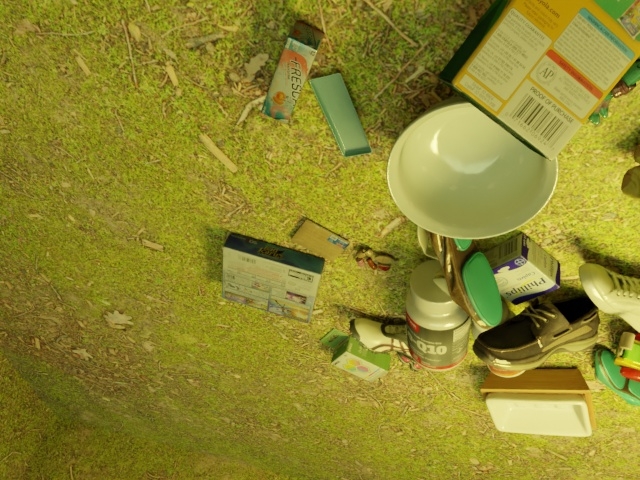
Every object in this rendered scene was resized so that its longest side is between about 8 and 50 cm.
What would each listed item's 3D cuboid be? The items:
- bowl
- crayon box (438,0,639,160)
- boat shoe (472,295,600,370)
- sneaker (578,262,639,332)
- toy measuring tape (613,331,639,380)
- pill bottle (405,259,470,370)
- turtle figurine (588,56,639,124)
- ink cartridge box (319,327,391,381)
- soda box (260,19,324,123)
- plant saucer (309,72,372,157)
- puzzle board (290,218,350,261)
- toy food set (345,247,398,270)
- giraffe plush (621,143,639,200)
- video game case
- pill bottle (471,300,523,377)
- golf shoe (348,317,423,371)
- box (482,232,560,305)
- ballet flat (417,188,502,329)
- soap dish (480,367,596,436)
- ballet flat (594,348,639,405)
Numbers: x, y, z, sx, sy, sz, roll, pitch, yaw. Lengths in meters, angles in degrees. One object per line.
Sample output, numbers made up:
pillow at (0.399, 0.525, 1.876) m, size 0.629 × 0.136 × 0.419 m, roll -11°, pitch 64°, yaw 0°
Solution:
bowl at (0.275, -0.153, 1.028) m, size 0.297 × 0.134 × 0.298 m, roll 9°, pitch 135°, yaw 9°
crayon box at (0.352, -0.306, 0.794) m, size 0.203 × 0.083 × 0.323 m, roll 32°, pitch 107°, yaw -16°
boat shoe at (0.500, 0.196, 1.289) m, size 0.355 × 0.132 × 0.130 m, roll -9°, pitch 115°, yaw -27°
sneaker at (0.685, 0.108, 1.219) m, size 0.290 × 0.106 × 0.123 m, roll 26°, pitch 138°, yaw -27°
toy measuring tape at (0.758, 0.270, 1.309) m, size 0.121 × 0.121 × 0.330 m, roll -4°, pitch 161°, yaw 24°
pill bottle at (0.294, 0.189, 1.400) m, size 0.161 × 0.161 × 0.283 m, roll 4°, pitch 138°, yaw 16°
turtle figurine at (0.520, -0.263, 0.840) m, size 0.175 × 0.118 × 0.234 m, roll -4°, pitch 162°, yaw -44°
ink cartridge box at (0.103, 0.363, 1.749) m, size 0.209 × 0.062 × 0.109 m, roll 28°, pitch 140°, yaw -11°
soda box at (-0.054, -0.308, 1.036) m, size 0.058 × 0.063 × 0.183 m, roll 23°, pitch 140°, yaw -6°
plant saucer at (0.044, -0.247, 1.106) m, size 0.067 × 0.018 × 0.192 m, roll -6°, pitch 136°, yaw 26°
puzzle board at (0.000, 0.000, 1.411) m, size 0.128 × 0.011 × 0.096 m, roll 28°, pitch 138°, yaw -12°
toy food set at (0.130, 0.049, 1.415) m, size 0.122 × 0.019 × 0.078 m, roll 17°, pitch 141°, yaw -10°
giraffe plush at (0.662, -0.097, 0.954) m, size 0.170 × 0.210 × 0.181 m, roll 2°, pitch 144°, yaw -27°
video game case at (-0.137, 0.109, 1.547) m, size 0.269 × 0.061 × 0.244 m, roll 16°, pitch 139°, yaw 2°
pill bottle at (0.462, 0.249, 1.439) m, size 0.121 × 0.121 × 0.216 m, roll -8°, pitch 134°, yaw 28°
golf shoe at (0.211, 0.270, 1.594) m, size 0.273 × 0.105 × 0.120 m, roll 25°, pitch 125°, yaw -17°
box at (0.453, 0.069, 1.274) m, size 0.137 × 0.072 × 0.126 m, roll 34°, pitch 138°, yaw -19°
ballet flat at (0.285, 0.036, 1.216) m, size 0.124 × 0.116 × 0.342 m, roll -9°, pitch 111°, yaw 51°
soap dish at (0.637, 0.469, 1.630) m, size 0.290 × 0.118 × 0.229 m, roll -7°, pitch 135°, yaw 26°
ballet flat at (0.792, 0.375, 1.498) m, size 0.247 × 0.083 × 0.087 m, roll 35°, pitch 151°, yaw -17°
